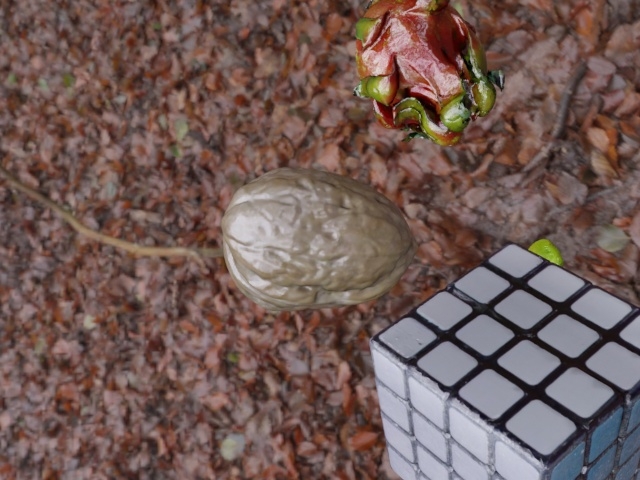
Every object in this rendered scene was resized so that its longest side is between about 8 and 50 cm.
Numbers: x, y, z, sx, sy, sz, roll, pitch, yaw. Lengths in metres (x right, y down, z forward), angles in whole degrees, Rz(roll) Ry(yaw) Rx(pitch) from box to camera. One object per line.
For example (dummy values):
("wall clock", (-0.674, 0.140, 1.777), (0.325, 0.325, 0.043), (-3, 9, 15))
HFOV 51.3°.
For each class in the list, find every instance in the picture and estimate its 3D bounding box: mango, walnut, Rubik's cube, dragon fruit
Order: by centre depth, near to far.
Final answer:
("dragon fruit", (0.101, -0.154, 0.601), (0.175, 0.138, 0.142), (54, 152, 41))
("walnut", (0.000, 0.002, 0.766), (0.178, 0.230, 0.178), (-176, 90, -82))
("Rubik's cube", (0.322, 0.269, 1.066), (0.343, 0.337, 0.345), (32, 145, 44))
("mango", (0.520, 0.041, 1.534), (0.073, 0.056, 0.108), (-42, 26, 5))
